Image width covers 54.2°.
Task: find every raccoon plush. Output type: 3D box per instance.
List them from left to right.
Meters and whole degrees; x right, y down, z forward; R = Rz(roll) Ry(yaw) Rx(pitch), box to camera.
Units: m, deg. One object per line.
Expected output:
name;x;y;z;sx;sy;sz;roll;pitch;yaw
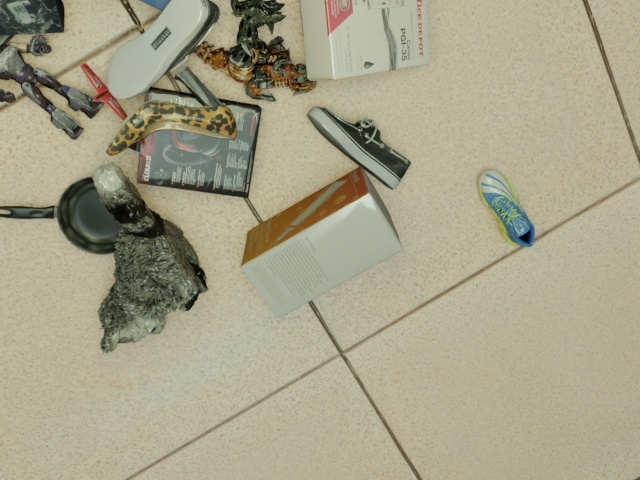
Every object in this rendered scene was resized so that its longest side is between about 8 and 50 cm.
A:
raccoon plush;-0.480;0.052;1.481;0.299;0.216;0.447;-29;111;4

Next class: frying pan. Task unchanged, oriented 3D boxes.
frying pan;-0.592;-0.042;1.508;0.326;0.053;0.197;-18;111;-3

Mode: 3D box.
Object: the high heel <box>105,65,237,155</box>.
high heel;-0.316;-0.226;1.356;0.261;0.093;0.186;-44;102;-7

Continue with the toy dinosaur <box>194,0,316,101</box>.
toy dinosaur;-0.157;-0.429;1.423;0.321;0.164;0.218;-1;125;-30

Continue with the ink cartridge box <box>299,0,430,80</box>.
ink cartridge box;0.105;-0.484;1.411;0.283;0.117;0.207;-18;112;-29

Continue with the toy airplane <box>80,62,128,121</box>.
toy airplane;-0.475;-0.341;1.406;0.028;0.151;0.151;-19;116;38

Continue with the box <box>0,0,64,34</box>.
box;-0.625;-0.515;1.286;0.158;0.093;0.156;-7;147;-12

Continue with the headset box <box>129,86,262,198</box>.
headset box;-0.300;-0.232;1.470;0.293;0.110;0.218;6;105;-13

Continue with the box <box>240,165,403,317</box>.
box;0.000;0.000;1.519;0.345;0.215;0.168;-29;111;10

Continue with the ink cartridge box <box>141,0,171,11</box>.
ink cartridge box;-0.325;-0.617;1.220;0.270;0.395;0.151;-45;71;22

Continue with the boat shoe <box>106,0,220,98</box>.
boat shoe;-0.336;-0.411;1.346;0.301;0.102;0.108;-39;82;22

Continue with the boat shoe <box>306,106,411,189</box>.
boat shoe;0.104;-0.249;1.543;0.306;0.113;0.105;35;92;-21

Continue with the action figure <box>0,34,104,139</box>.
action figure;-0.629;-0.351;1.371;0.285;0.099;0.185;37;80;-27

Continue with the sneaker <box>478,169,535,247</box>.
sneaker;0.510;-0.080;1.664;0.091;0.126;0.240;-35;111;2
